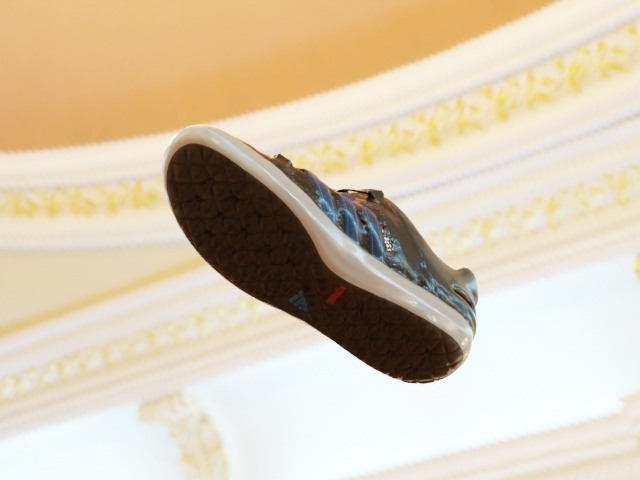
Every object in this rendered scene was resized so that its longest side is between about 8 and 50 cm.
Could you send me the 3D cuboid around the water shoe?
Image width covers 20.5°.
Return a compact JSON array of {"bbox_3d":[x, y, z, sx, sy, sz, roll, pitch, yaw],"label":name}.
[{"bbox_3d":[0.000,0.000,0.977,0.203,0.080,0.073,39,-53,-13],"label":"water shoe"}]
